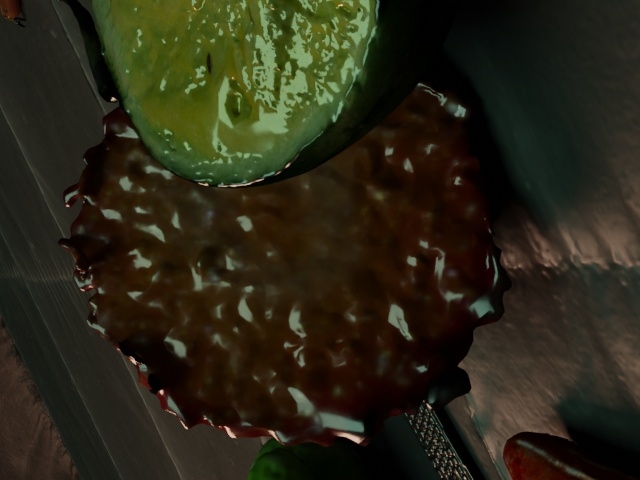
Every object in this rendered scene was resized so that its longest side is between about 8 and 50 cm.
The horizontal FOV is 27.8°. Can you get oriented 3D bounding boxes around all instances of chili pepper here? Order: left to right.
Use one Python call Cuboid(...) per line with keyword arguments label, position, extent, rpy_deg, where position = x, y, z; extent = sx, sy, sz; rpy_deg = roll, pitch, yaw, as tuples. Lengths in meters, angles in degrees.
Cuboid(label="chili pepper", position=(0.140, 0.135, 0.641), extent=(0.169, 0.065, 0.088), rpy_deg=(29, 141, 62))

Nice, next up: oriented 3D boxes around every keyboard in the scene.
Cuboid(label="keyboard", position=(0.081, 0.139, 0.851), extent=(0.155, 0.010, 0.053), rpy_deg=(60, 158, 9))

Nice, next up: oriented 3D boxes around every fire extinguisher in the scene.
Cuboid(label="fire extinguisher", position=(-0.314, -0.247, 1.310), extent=(0.028, 0.022, 0.083), rpy_deg=(25, 150, 9))

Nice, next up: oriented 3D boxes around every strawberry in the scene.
Cuboid(label="strawberry", position=(0.000, 0.000, 0.705), extent=(0.234, 0.234, 0.178), rpy_deg=(60, -170, 8))

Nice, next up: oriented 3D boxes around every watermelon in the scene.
Cuboid(label="watermelon", position=(-0.016, -0.130, 0.569), extent=(0.204, 0.127, 0.232), rpy_deg=(56, 138, 23))

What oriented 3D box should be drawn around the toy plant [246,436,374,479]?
Cuboid(label="toy plant", position=(0.025, 0.276, 0.952), extent=(0.316, 0.184, 0.224), rpy_deg=(59, 180, 40))
